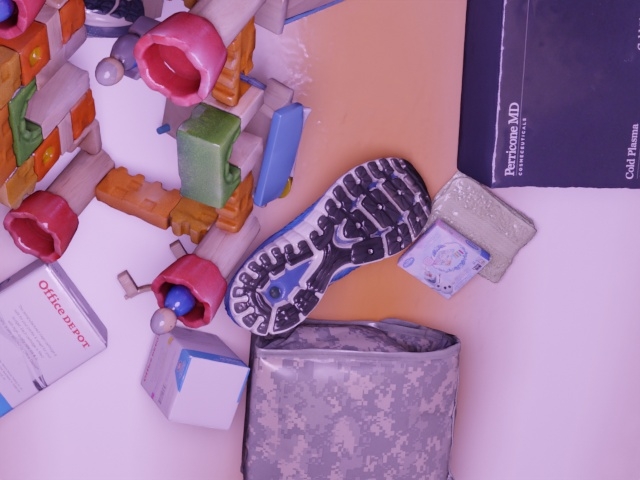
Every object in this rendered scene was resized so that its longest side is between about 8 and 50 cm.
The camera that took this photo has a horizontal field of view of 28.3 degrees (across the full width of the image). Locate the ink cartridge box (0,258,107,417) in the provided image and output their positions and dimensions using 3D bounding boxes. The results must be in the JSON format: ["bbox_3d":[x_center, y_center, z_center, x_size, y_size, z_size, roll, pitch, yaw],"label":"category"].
[{"bbox_3d":[-0.394,0.127,1.656,0.191,0.082,0.139,-33,105,-1],"label":"ink cartridge box"}]

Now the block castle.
[{"bbox_3d":[-0.232,-0.116,1.416,0.303,0.213,0.453,22,142,14],"label":"block castle"}]

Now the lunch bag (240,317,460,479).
[{"bbox_3d":[0.043,0.231,1.694,0.287,0.169,0.235,3,104,-5],"label":"lunch bag"}]

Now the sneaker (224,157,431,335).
[{"bbox_3d":[0.000,0.000,1.663,0.330,0.147,0.129,-34,100,-19],"label":"sneaker"}]

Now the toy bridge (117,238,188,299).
[{"bbox_3d":[-0.180,0.030,1.692,0.188,0.026,0.063,-31,106,0],"label":"toy bridge"}]

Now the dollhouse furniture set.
[{"bbox_3d":[-0.101,-0.240,1.617,0.286,0.198,0.303,32,128,24],"label":"dollhouse furniture set"}]

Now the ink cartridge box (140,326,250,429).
[{"bbox_3d":[-0.170,0.175,1.674,0.090,0.143,0.092,14,101,-28],"label":"ink cartridge box"}]

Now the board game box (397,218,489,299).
[{"bbox_3d":[0.167,0.026,1.721,0.090,0.020,0.090,34,125,-14],"label":"board game box"}]

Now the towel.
[{"bbox_3d":[0.213,-0.017,1.734,0.148,0.027,0.110,35,97,-13],"label":"towel"}]

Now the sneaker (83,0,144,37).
[{"bbox_3d":[-0.353,-0.272,1.561,0.283,0.110,0.122,8,128,5],"label":"sneaker"}]

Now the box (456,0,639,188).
[{"bbox_3d":[0.353,-0.242,1.620,0.313,0.179,0.343,1,101,-10],"label":"box"}]
